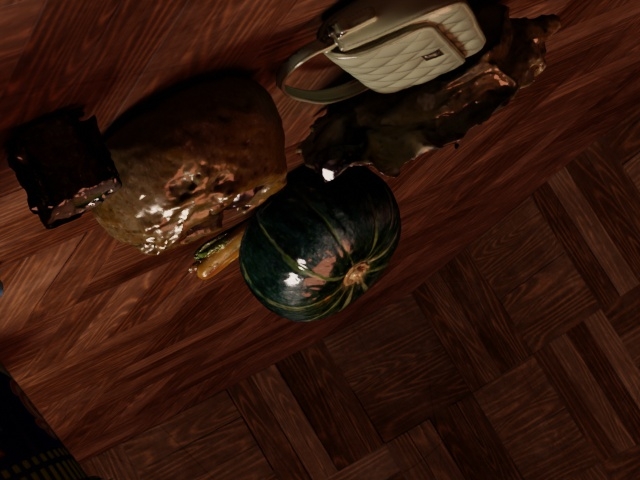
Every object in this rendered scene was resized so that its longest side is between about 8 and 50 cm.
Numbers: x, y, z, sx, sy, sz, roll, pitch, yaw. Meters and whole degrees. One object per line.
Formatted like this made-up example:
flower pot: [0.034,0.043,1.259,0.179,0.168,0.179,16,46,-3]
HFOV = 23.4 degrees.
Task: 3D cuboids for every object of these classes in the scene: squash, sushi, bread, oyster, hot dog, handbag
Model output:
squash: [0.000,0.000,2.216,0.252,0.165,0.252,-35,154,-19]
sushi: [-0.239,-0.062,1.410,0.098,0.084,0.094,-22,172,-24]
bread: [-0.131,-0.072,1.599,0.230,0.123,0.230,-32,170,-7]
oyster: [0.133,-0.179,1.824,0.361,0.096,0.221,-24,-146,-1]
hot dog: [-0.138,0.008,2.277,0.133,0.041,0.056,-38,171,-2]
handbag: [0.062,-0.204,1.663,0.219,0.079,0.256,-29,170,11]

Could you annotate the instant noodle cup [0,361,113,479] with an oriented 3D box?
instant noodle cup: [-0.390,0.166,1.421,0.284,0.312,0.284,-32,172,-5]

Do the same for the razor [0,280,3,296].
razor: [-0.421,0.101,1.835,0.082,0.042,0.253,-25,168,-35]
